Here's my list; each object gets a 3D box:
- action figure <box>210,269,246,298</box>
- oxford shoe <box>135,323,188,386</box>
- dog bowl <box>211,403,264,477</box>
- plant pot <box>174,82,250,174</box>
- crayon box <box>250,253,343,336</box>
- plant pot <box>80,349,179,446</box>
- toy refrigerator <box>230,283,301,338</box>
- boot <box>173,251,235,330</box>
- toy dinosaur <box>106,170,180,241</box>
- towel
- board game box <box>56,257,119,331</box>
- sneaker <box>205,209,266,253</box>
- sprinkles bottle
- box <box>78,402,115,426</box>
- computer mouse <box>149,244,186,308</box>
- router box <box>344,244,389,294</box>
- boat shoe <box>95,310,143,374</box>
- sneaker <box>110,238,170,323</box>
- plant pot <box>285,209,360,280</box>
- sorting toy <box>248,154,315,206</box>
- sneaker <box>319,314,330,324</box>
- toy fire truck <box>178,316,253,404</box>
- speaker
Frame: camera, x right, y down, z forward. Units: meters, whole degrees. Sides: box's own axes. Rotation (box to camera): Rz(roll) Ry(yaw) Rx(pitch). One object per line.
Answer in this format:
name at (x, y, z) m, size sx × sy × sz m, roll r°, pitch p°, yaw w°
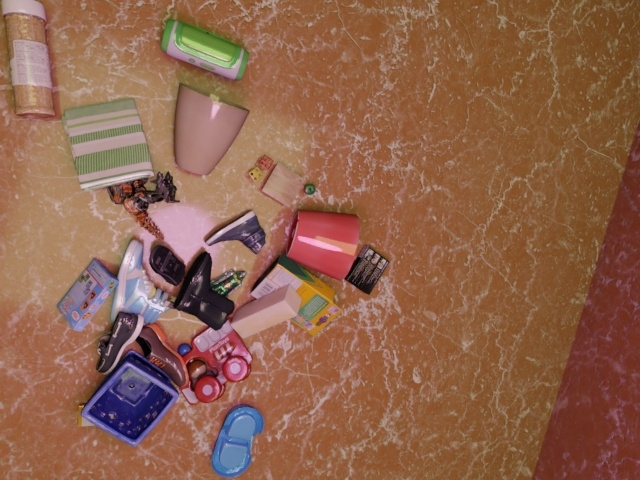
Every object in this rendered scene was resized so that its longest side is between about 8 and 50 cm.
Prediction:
action figure at (-0.390, 0.191, 1.823) m, size 0.232 × 0.063 × 0.137 m, roll -37°, pitch 103°, yaw -16°
oxford shoe at (-0.595, 0.440, 1.712) m, size 0.097 × 0.098 × 0.271 m, roll -42°, pitch 85°, yaw 26°
dog bowl at (-0.345, 0.815, 1.899) m, size 0.165 × 0.074 × 0.297 m, roll 21°, pitch 88°, yaw -21°
plant pot at (-0.421, -0.386, 1.666) m, size 0.256 × 0.256 × 0.274 m, roll 17°, pitch 106°, yaw -21°
crayon box at (-0.090, 0.223, 1.850) m, size 0.323 × 0.083 × 0.203 m, roll 37°, pitch 120°, yaw -13°
plant pot at (-0.682, 0.553, 1.675) m, size 0.236 × 0.212 × 0.236 m, roll 43°, pitch 82°, yaw -19°
toy refrigerator at (-0.209, 0.280, 1.796) m, size 0.269 × 0.102 × 0.094 m, roll -26°, pitch 114°, yaw 23°
boot at (-0.412, 0.193, 1.738) m, size 0.207 × 0.094 × 0.247 m, roll 35°, pitch 63°, yaw -32°
toy dinosaur at (-0.641, -0.161, 1.672) m, size 0.218 × 0.164 × 0.322 m, roll -22°, pitch 122°, yaw -2°
towel at (-0.725, -0.332, 1.576) m, size 0.247 × 0.038 × 0.325 m, roll -17°, pitch 70°, yaw -18°
board game box at (-0.818, 0.188, 1.619) m, size 0.211 × 0.160 × 0.039 m, roll -53°, pitch 144°, yaw -7°
sneaker at (-0.321, 0.003, 1.810) m, size 0.226 × 0.086 × 0.163 m, roll -31°, pitch 103°, yaw -15°
sprinkles bottle at (-0.947, -0.587, 1.502) m, size 0.121 × 0.121 × 0.356 m, roll -5°, pitch 98°, yaw -19°
box at (-0.831, 0.649, 1.731) m, size 0.136 × 0.028 × 0.081 m, roll 3°, pitch 95°, yaw -22°
computer mouse at (-0.559, 0.144, 1.692) m, size 0.262 × 0.060 × 0.184 m, roll 48°, pitch 49°, yaw -49°
router box at (0.205, 0.131, 2.035) m, size 0.133 × 0.046 × 0.179 m, roll 36°, pitch 84°, yaw -20°
boat shoe at (-0.740, 0.361, 1.645) m, size 0.091 × 0.114 × 0.302 m, roll 26°, pitch 111°, yaw -32°
sneaker at (-0.638, 0.161, 1.697) m, size 0.208 × 0.127 × 0.319 m, roll 12°, pitch 101°, yaw -19°
plant pot at (0.000, 0.000, 1.850) m, size 0.243 × 0.275 × 0.275 m, roll 14°, pitch 91°, yaw -10°
sorting toy at (-0.161, -0.228, 1.863) m, size 0.274 × 0.046 × 0.132 m, roll 31°, pitch 85°, yaw -20°
sneaker at (-0.019, 0.310, 1.966) m, size 0.170 × 0.068 × 0.071 m, roll 41°, pitch 93°, yaw -17°
toy fire truck at (-0.423, 0.478, 1.805) m, size 0.302 × 0.169 × 0.254 m, roll -34°, pitch 80°, yaw -12°
speaker at (-0.418, -0.690, 1.679) m, size 0.296 × 0.131 × 0.131 m, roll 16°, pitch 90°, yaw -20°
